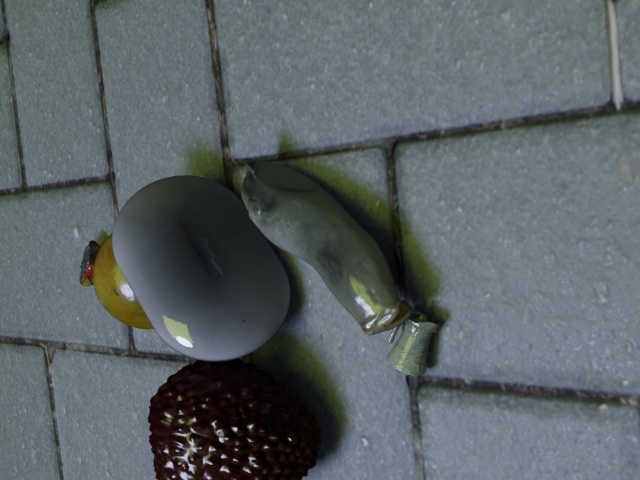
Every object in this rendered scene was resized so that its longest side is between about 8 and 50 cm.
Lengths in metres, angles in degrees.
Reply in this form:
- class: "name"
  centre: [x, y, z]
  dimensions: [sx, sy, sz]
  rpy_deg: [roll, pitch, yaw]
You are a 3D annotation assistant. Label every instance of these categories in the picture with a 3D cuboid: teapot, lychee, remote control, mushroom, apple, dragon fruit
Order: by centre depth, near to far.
- class: "teapot"
  centre: [0.124, 0.134, 1.193]
  dimensions: [0.067, 0.057, 0.083]
  rpy_deg: [32, 110, 32]
- class: "mushroom"
  centre: [0.002, -0.001, 1.245]
  dimensions: [0.351, 0.097, 0.109]
  rpy_deg: [44, 107, 35]
- class: "lychee"
  centre: [-0.127, 0.298, 1.343]
  dimensions: [0.271, 0.271, 0.272]
  rpy_deg: [8, 102, 42]
- class: "remote control"
  centre: [-0.186, 0.037, 1.370]
  dimensions: [0.332, 0.221, 0.103]
  rpy_deg: [55, 162, 24]
- class: "apple"
  centre: [-0.295, 0.060, 1.497]
  dimensions: [0.155, 0.182, 0.182]
  rpy_deg: [39, 121, 26]
- class: "dragon fruit"
  centre: [-0.422, 0.045, 1.688]
  dimensions: [0.056, 0.060, 0.083]
  rpy_deg: [-41, 39, 41]
